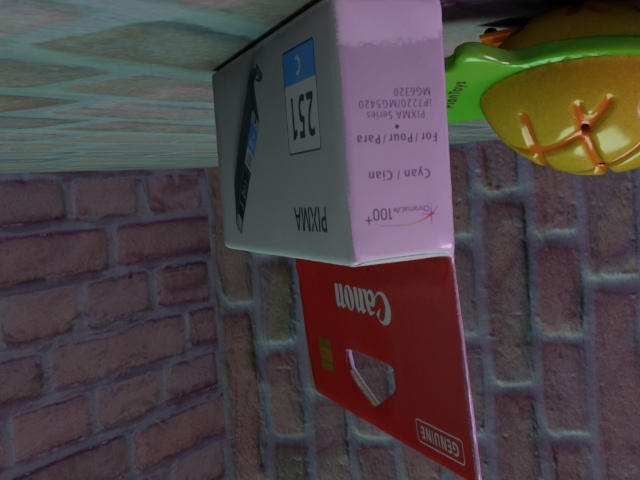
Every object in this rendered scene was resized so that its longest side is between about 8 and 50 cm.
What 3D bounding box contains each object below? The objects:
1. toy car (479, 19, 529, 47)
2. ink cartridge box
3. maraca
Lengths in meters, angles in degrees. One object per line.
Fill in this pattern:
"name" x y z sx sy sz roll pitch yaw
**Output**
"toy car" 0.101 -0.119 0.649 0.122 0.040 0.060 -3 -177 31
"ink cartridge box" 0.000 0.000 0.622 0.066 0.261 0.296 -6 -177 -17
"maraca" 0.141 -0.089 0.565 0.186 0.099 0.127 0 163 -3
